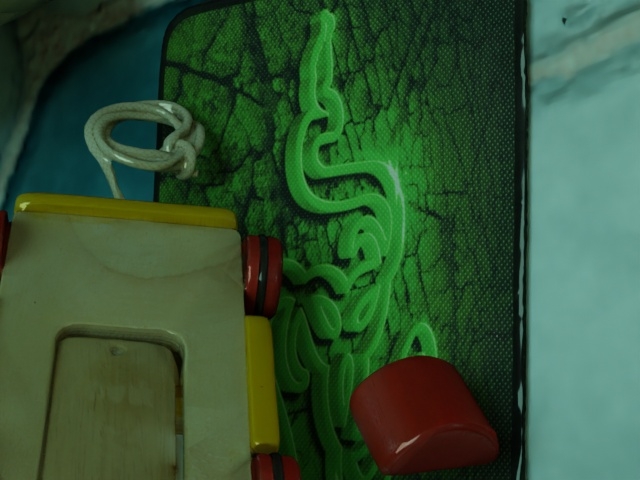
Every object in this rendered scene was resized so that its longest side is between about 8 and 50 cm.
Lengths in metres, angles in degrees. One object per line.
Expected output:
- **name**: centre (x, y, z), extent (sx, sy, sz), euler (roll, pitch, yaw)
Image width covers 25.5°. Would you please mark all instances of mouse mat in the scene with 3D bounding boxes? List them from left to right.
- **mouse mat**: centre (0.000, 0.000, 0.471), extent (0.152, 0.007, 0.189), euler (-6, 77, 34)

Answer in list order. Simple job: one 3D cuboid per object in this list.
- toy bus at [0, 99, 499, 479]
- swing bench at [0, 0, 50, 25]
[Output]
- **toy bus**: centre (-0.065, 0.065, 0.429), extent (0.191, 0.202, 0.104), euler (34, 130, 28)
- **swing bench**: centre (-0.232, -0.127, 0.569), extent (0.253, 0.165, 0.254), euler (-31, 69, 25)
